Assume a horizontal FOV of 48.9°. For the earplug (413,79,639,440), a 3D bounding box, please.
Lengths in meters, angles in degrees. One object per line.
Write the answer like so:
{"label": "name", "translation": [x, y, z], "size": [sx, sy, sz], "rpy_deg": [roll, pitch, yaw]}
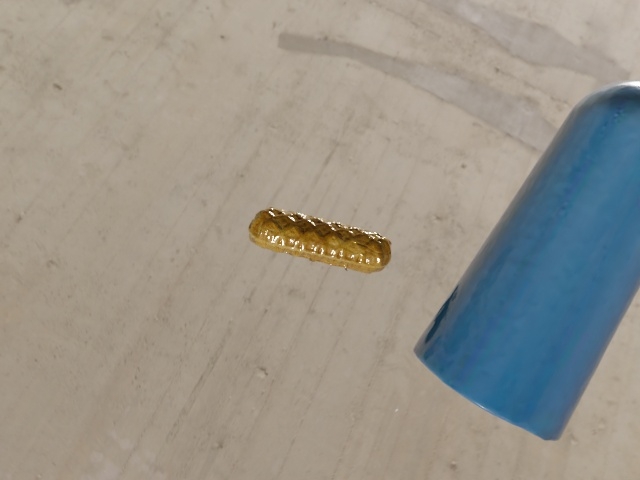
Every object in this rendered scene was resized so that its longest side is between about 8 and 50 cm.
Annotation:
{"label": "earplug", "translation": [0.197, 0.003, 0.550], "size": [0.132, 0.132, 0.273], "rpy_deg": [29, -84, 2]}

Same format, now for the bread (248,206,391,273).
{"label": "bread", "translation": [0.000, 0.000, 0.755], "size": [0.157, 0.052, 0.044], "rpy_deg": [13, -119, -2]}
